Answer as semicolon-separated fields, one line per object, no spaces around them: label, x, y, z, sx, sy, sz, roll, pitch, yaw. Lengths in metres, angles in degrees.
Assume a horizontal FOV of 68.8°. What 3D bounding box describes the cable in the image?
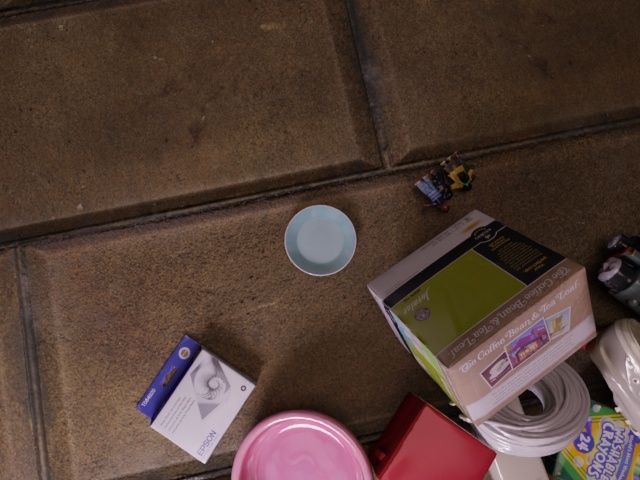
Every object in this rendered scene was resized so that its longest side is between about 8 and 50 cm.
cable;0.445;0.350;1.034;0.257;0.089;0.257;17;46;32

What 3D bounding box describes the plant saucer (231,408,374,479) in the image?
plant saucer;-0.038;0.555;1.081;0.332;0.084;0.332;-1;85;12

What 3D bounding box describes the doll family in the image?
doll family;0.338;-0.149;1.233;0.193;0.076;0.111;-38;88;-1

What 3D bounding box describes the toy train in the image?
toy train;0.844;0.126;1.144;0.334;0.142;0.190;37;65;5

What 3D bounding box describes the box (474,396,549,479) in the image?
box;0.450;0.502;1.119;0.113;0.094;0.275;-16;81;-4

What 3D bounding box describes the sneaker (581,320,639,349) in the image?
sneaker;0.718;0.277;1.164;0.221;0.087;0.128;-10;80;-1

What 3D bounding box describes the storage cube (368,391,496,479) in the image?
storage cube;0.248;0.494;1.072;0.215;0.183;0.193;34;81;5

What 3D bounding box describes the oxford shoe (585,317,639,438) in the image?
oxford shoe;0.754;0.391;1.057;0.130;0.169;0.449;-33;83;39

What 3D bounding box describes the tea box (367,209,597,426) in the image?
tea box;0.343;0.151;1.030;0.329;0.323;0.220;-34;122;-5

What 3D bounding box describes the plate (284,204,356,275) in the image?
plate;0.000;0.000;1.225;0.188;0.024;0.188;0;80;-2

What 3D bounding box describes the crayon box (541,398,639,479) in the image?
crayon box;0.724;0.526;1.126;0.323;0.083;0.203;24;82;2

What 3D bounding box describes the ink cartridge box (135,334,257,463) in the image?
ink cartridge box;-0.308;0.384;1.147;0.224;0.045;0.223;32;82;4
